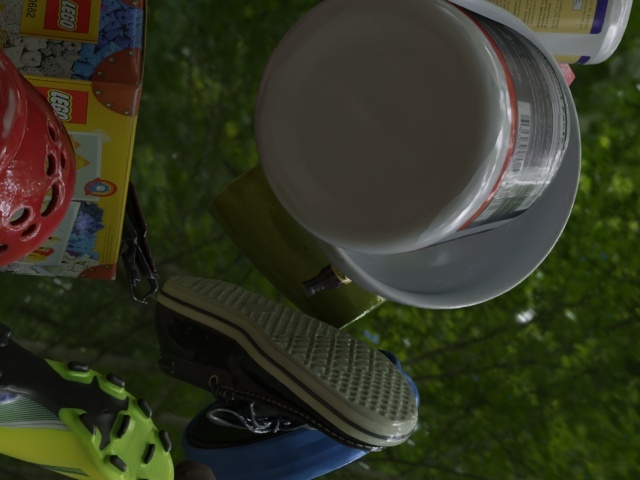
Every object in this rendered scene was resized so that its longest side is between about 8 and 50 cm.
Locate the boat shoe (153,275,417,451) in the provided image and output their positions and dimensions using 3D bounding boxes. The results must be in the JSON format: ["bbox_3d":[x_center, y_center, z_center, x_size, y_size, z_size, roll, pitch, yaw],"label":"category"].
[{"bbox_3d":[-0.062,0.178,1.415,0.500,0.186,0.156,21,-80,49],"label":"boat shoe"}]

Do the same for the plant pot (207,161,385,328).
[{"bbox_3d":[0.000,0.000,1.862,0.275,0.275,0.293,-35,-97,23],"label":"plant pot"}]

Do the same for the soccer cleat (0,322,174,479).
[{"bbox_3d":[-0.256,0.155,0.959,0.121,0.289,0.093,-34,-146,31],"label":"soccer cleat"}]

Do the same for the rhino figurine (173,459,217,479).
[{"bbox_3d":[-0.128,0.364,1.254,0.106,0.243,0.073,-31,-172,-23],"label":"rhino figurine"}]

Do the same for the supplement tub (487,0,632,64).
[{"bbox_3d":[0.227,-0.359,1.451,0.331,0.241,0.241,2,-129,-1],"label":"supplement tub"}]

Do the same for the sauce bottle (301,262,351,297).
[{"bbox_3d":[0.032,0.050,1.690,0.128,0.042,0.042,-28,-146,-12],"label":"sauce bottle"}]

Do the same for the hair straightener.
[{"bbox_3d":[-0.333,0.016,1.870,0.047,0.230,0.089,10,-148,33],"label":"hair straightener"}]

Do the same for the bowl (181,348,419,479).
[{"bbox_3d":[-0.038,0.277,1.734,0.391,0.077,0.391,-19,-171,3],"label":"bowl"}]

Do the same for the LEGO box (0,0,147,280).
[{"bbox_3d":[-0.444,-0.152,1.487,0.500,0.372,0.193,114,-23,-58],"label":"LEGO box"}]

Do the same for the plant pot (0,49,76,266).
[{"bbox_3d":[-0.325,-0.086,0.962,0.191,0.174,0.191,0,-110,-1],"label":"plant pot"}]

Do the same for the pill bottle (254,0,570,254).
[{"bbox_3d":[0.107,-0.104,0.987,0.210,0.363,0.210,2,-85,23],"label":"pill bottle"}]

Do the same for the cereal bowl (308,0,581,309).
[{"bbox_3d":[0.110,-0.095,1.200,0.339,0.339,0.141,-61,-156,-11],"label":"cereal bowl"}]

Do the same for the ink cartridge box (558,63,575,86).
[{"bbox_3d":[0.296,-0.244,1.755,0.092,0.158,0.218,13,-121,50],"label":"ink cartridge box"}]
